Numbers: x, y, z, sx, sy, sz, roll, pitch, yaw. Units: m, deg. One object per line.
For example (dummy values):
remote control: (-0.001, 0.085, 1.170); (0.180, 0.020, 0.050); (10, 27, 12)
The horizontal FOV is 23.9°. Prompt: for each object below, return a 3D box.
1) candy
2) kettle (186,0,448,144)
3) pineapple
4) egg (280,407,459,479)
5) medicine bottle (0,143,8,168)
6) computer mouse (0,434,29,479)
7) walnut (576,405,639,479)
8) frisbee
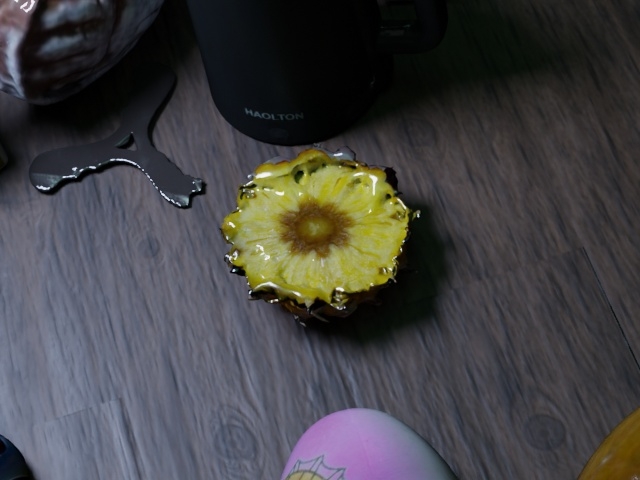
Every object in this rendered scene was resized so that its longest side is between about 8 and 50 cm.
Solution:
candy: (-0.276, -0.273, 1.674); (0.157, 0.214, 0.289); (27, 47, 19)
kettle: (-0.025, -0.253, 1.579); (0.262, 0.308, 0.203); (34, 70, 25)
pineapple: (0.000, 0.000, 1.559); (0.225, 0.076, 0.225); (-3, 57, 4)
egg: (0.050, 0.276, 1.326); (0.196, 0.196, 0.271); (-15, 39, -1)
medicine bottle: (-0.426, -0.154, 1.645); (0.088, 0.188, 0.132); (-33, 60, -11)
computer mouse: (-0.361, 0.275, 1.435); (0.137, 0.096, 0.233); (2, 59, 9)
walnut: (0.296, 0.259, 1.294); (0.336, 0.209, 0.209); (-41, 62, -17)
frisbee: (-0.207, -0.094, 1.683); (0.211, 0.012, 0.187); (-40, 63, -16)
